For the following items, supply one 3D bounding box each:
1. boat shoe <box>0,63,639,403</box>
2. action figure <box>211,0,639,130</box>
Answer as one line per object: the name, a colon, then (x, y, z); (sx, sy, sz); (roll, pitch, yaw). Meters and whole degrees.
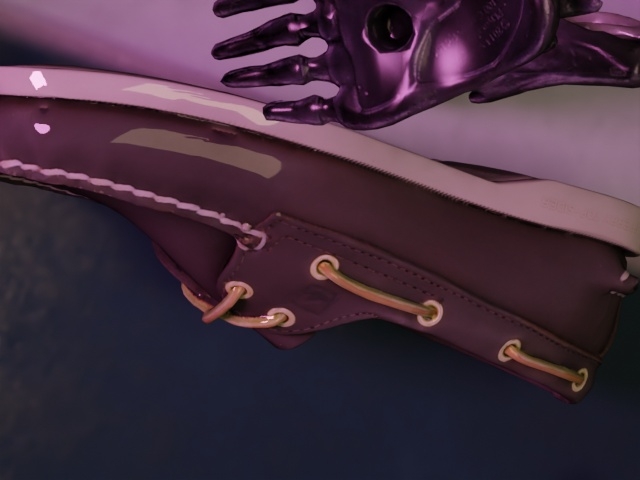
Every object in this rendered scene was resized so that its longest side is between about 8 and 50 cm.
boat shoe: (0.000, 0.000, 0.547); (0.227, 0.081, 0.069); (13, 90, -29)
action figure: (0.072, -0.110, 0.522); (0.275, 0.141, 0.164); (-19, 118, -58)
